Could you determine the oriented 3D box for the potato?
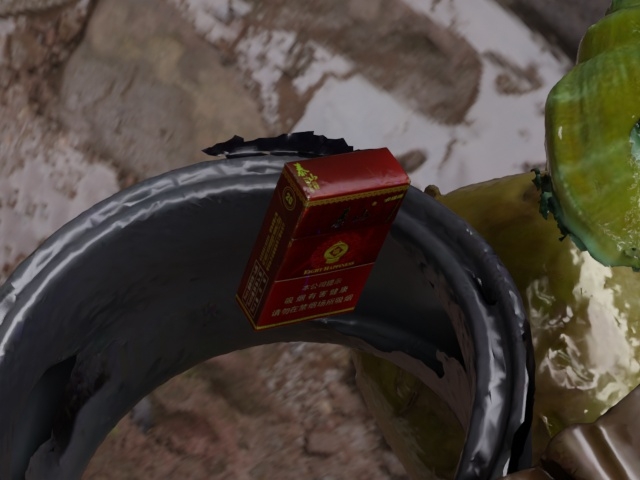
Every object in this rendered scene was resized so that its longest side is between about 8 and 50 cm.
[{"bbox_3d":[0.133,0.093,1.034,0.196,0.246,0.300,19,36,-40],"label":"potato"}]

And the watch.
[{"bbox_3d":[0.005,0.113,0.801,0.335,0.314,0.327,-31,56,-14],"label":"watch"}]

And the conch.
[{"bbox_3d":[0.170,-0.066,0.871,0.095,0.079,0.201,11,57,21],"label":"conch"}]

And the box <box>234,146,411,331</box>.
[{"bbox_3d":[0.000,0.000,0.669,0.051,0.082,0.023,-11,52,-32],"label":"box"}]
